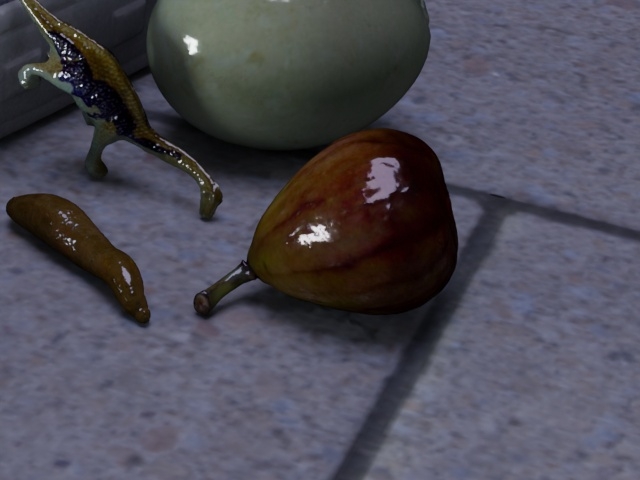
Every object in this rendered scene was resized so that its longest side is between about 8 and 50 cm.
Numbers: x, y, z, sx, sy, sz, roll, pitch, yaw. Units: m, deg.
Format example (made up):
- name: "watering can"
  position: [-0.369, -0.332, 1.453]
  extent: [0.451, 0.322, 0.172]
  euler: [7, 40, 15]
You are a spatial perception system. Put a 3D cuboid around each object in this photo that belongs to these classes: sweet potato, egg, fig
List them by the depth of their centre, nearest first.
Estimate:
- name: "fig"
  position: [0.000, 0.000, 0.891]
  extent: [0.125, 0.089, 0.089]
  euler: [-15, 30, 7]
- name: "sweet potato"
  position: [-0.110, 0.002, 0.904]
  extent: [0.026, 0.026, 0.115]
  euler: [-19, 39, -37]
- name: "egg"
  position: [-0.016, -0.104, 1.013]
  extent: [0.152, 0.114, 0.114]
  euler: [-7, 33, -15]

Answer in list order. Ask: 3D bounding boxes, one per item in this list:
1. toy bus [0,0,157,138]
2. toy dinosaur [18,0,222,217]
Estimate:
- name: "toy bus"
  position: [-0.138, -0.156, 1.096]
  extent: [0.138, 0.097, 0.342]
  euler: [25, 36, 25]
- name: "toy dinosaur"
  position: [-0.118, -0.077, 0.966]
  extent: [0.180, 0.058, 0.037]
  euler: [48, 33, -8]
